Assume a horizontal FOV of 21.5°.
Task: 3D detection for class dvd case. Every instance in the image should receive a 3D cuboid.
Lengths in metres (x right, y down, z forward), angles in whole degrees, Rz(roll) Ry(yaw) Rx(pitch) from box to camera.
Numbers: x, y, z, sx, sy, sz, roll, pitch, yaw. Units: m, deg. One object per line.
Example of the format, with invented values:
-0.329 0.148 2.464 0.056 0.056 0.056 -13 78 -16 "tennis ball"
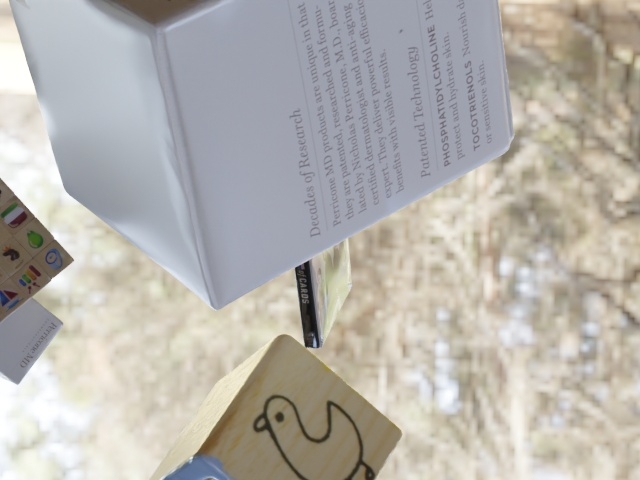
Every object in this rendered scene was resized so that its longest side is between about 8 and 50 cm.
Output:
0.000 0.000 2.294 0.030 0.238 0.179 1 -153 16 "dvd case"

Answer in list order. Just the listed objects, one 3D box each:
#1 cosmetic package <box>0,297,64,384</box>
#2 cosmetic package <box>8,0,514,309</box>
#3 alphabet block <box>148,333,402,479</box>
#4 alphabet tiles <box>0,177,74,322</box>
-0.493 0.092 2.408 0.231 0.117 0.085 41 166 -22 "cosmetic package"
-0.063 -0.204 1.742 0.394 0.327 0.329 -29 -141 -24 "cosmetic package"
-0.059 0.258 1.908 0.193 0.192 0.197 -37 -165 51 "alphabet block"
-0.475 0.030 2.201 0.237 0.198 0.009 -40 -162 1 "alphabet tiles"
